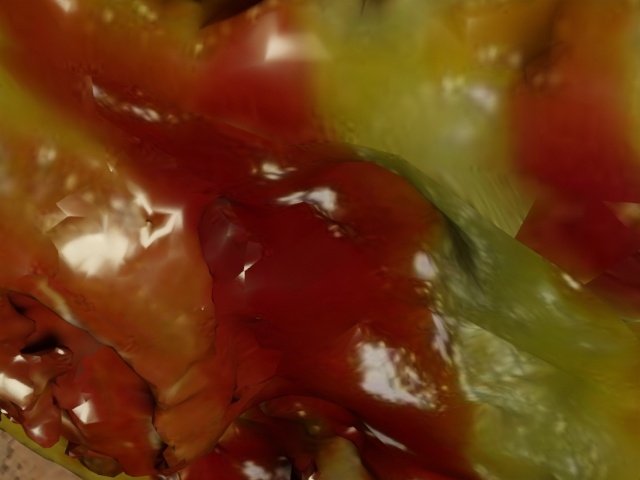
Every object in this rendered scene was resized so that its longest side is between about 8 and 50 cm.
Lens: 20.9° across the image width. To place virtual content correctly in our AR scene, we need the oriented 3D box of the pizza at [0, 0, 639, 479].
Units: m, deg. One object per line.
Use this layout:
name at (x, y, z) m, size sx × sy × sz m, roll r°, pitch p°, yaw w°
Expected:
pizza at (0.000, 0.000, 0.426) m, size 0.440 × 0.406 × 0.130 m, roll 37°, pitch 60°, yaw -28°
